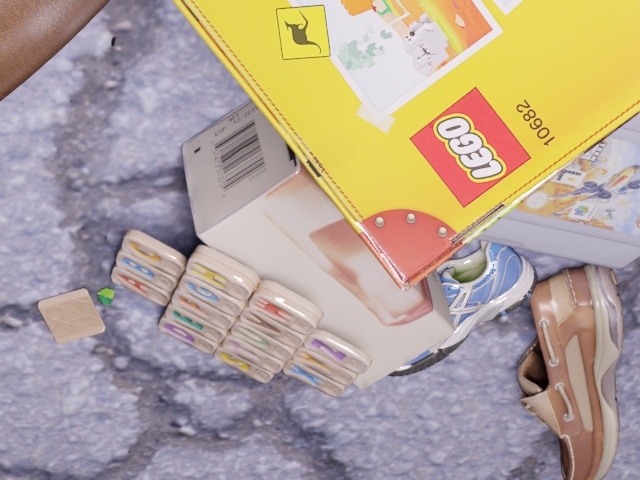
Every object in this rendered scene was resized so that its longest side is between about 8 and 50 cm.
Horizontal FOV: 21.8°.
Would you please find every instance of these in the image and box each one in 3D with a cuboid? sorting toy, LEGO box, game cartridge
[{"bbox_3d":[-0.257,0.077,1.794,0.083,0.012,0.062,-16,127,4],"label":"sorting toy"},{"bbox_3d":[0.070,-0.278,1.253,0.372,0.193,0.500,-37,92,27],"label":"LEGO box"},{"bbox_3d":[0.298,-0.076,1.716,0.198,0.062,0.297,15,142,-9],"label":"game cartridge"}]

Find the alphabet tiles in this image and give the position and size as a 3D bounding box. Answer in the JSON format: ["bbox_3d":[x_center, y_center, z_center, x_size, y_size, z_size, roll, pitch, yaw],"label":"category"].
[{"bbox_3d":[-0.088,0.083,1.707,0.278,0.021,0.284,29,159,-3],"label":"alphabet tiles"}]

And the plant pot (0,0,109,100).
[{"bbox_3d":[-0.254,-0.251,1.404,0.230,0.215,0.215,-32,132,-5],"label":"plant pot"}]

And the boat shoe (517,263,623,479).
[{"bbox_3d":[0.286,0.159,1.946,0.116,0.123,0.324,-6,125,0],"label":"boat shoe"}]

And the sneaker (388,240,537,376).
[{"bbox_3d":[0.137,0.071,1.856,0.211,0.080,0.081,-38,123,6],"label":"sneaker"}]

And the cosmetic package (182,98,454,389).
[{"bbox_3d":[0.000,0.000,1.703,0.129,0.153,0.296,-32,132,15],"label":"cosmetic package"}]
